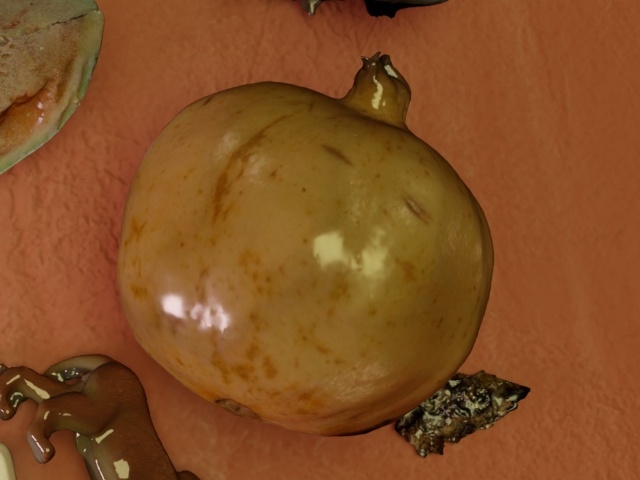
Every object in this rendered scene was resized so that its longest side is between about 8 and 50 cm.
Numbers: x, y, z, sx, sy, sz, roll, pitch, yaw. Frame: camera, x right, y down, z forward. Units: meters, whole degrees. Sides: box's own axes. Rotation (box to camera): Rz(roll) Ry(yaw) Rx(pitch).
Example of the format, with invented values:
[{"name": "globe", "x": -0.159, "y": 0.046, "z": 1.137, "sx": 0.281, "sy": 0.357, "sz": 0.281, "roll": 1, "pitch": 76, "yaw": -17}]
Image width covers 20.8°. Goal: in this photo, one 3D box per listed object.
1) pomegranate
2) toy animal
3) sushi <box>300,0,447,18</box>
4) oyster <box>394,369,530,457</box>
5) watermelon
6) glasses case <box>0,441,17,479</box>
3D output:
[{"name": "pomegranate", "x": 0.000, "y": 0.000, "z": 1.522, "sx": 0.342, "sy": 0.342, "sz": 0.342, "roll": 1, "pitch": 85, "yaw": -14}, {"name": "toy animal", "x": -0.176, "y": 0.209, "z": 1.589, "sx": 0.157, "sy": 0.097, "sz": 0.312, "roll": -28, "pitch": 90, "yaw": -27}, {"name": "sushi", "x": 0.021, "y": -0.326, "z": 1.636, "sx": 0.225, "sy": 0.218, "sz": 0.238, "roll": 48, "pitch": 54, "yaw": -48}, {"name": "oyster", "x": 0.133, "y": 0.156, "z": 1.693, "sx": 0.132, "sy": 0.029, "sz": 0.086, "roll": -36, "pitch": 94, "yaw": -13}, {"name": "watermelon", "x": -0.366, "y": -0.138, "z": 1.551, "sx": 0.322, "sy": 0.188, "sz": 0.175, "roll": -14, "pitch": 133, "yaw": -21}, {"name": "glasses case", "x": -0.428, "y": 0.267, "z": 1.518, "sx": 0.336, "sy": 0.076, "sz": 0.144, "roll": -10, "pitch": 87, "yaw": -15}]
